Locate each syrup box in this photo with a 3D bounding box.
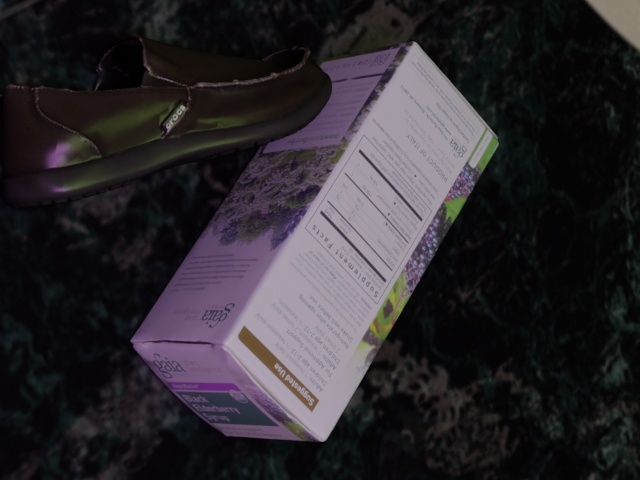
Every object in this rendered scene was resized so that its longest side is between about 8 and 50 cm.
[{"bbox_3d":[0.000,0.000,1.021,0.096,0.093,0.237,46,60,-28],"label":"syrup box"}]

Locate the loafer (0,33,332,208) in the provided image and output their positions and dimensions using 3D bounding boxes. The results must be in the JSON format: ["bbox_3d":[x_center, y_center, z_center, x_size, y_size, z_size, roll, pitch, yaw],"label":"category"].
[{"bbox_3d":[-0.084,-0.081,0.964,0.220,0.080,0.078,-22,101,-38],"label":"loafer"}]
